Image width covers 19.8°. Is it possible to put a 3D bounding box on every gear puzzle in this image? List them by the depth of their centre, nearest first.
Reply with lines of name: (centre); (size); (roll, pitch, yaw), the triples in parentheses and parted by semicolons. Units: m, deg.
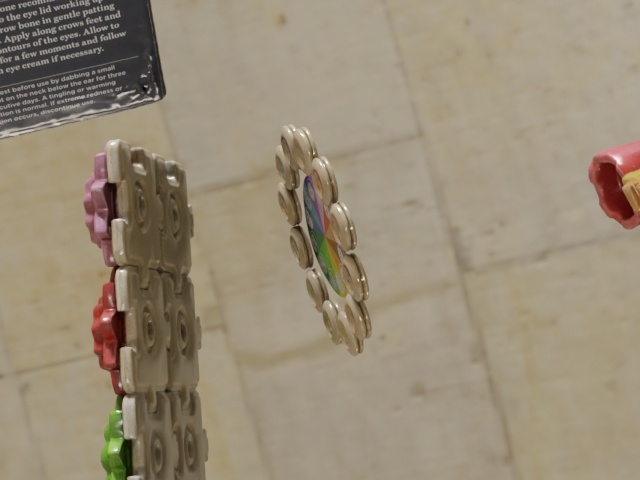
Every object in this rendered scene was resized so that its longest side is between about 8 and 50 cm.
gear puzzle: (-0.117, 0.108, 1.206); (0.175, 0.044, 0.339); (17, -112, -79)

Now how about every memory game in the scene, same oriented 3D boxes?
memory game: (0.000, 0.000, 1.404); (0.186, 0.012, 0.186); (164, 90, -76)

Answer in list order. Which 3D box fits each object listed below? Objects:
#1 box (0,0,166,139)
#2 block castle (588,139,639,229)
box: (-0.155, -0.180, 0.922); (0.153, 0.108, 0.207); (-113, 12, -49)
block castle: (0.432, 0.014, 1.698); (0.303, 0.213, 0.453); (66, 163, -5)
